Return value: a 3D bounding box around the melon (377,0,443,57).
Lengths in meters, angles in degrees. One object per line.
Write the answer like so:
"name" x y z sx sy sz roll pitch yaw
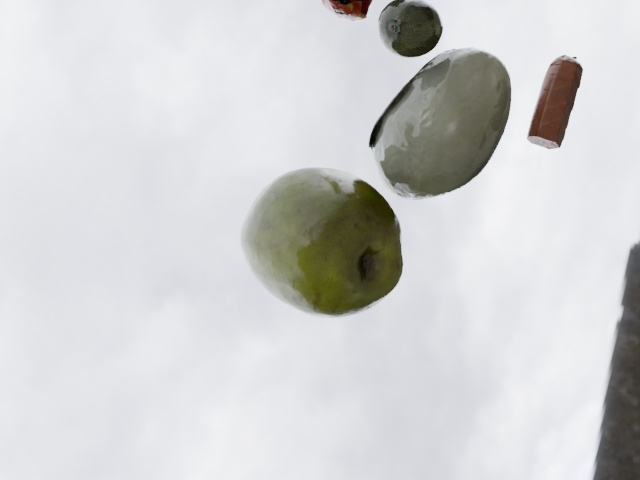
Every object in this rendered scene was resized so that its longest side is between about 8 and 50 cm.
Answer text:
"melon" 0.145 -0.339 1.578 0.130 0.098 0.098 -14 -67 -53

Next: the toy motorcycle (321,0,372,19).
"toy motorcycle" 0.069 -0.486 1.690 0.171 0.089 0.298 -49 -21 -39

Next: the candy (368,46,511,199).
"candy" 0.216 -0.190 1.695 0.295 0.185 0.295 -41 -15 -13

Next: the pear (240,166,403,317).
"pear" 0.000 0.000 1.652 0.252 0.307 0.253 -10 -68 -26

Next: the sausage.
"sausage" 0.401 -0.243 1.679 0.065 0.065 0.169 29 -103 -56
